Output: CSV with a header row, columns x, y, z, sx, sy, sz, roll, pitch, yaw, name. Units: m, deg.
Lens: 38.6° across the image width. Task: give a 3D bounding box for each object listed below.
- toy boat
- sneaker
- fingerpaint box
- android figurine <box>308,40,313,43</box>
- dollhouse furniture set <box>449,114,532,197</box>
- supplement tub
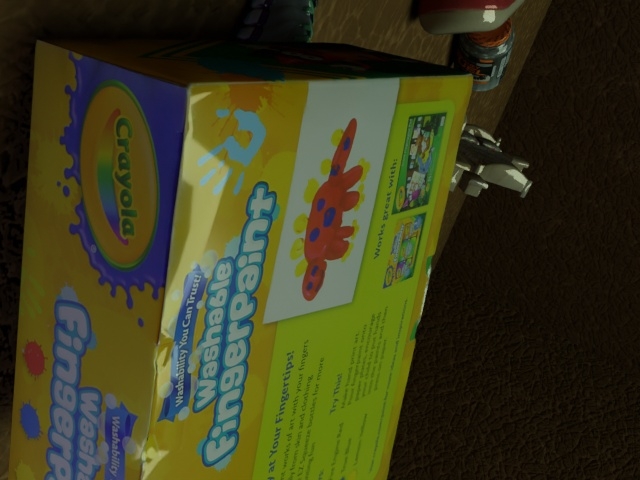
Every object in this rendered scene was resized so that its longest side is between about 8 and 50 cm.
x,y,z,sx,sy,sz,roll,pitch,yaw,name
0.247,-0.433,1.510,0.231,0.150,0.151,-48,132,-49,toy boat
-0.029,-0.201,0.922,0.224,0.098,0.083,-61,168,0,sneaker
-0.066,0.059,0.794,0.371,0.163,0.445,-16,121,-51,fingerpaint box
-0.020,-0.088,1.048,0.248,0.056,0.273,13,87,-47,android figurine
0.363,-0.205,1.885,0.174,0.355,0.303,-65,-154,23,dollhouse furniture set
0.350,-0.412,1.952,0.117,0.117,0.190,-58,167,-15,supplement tub
